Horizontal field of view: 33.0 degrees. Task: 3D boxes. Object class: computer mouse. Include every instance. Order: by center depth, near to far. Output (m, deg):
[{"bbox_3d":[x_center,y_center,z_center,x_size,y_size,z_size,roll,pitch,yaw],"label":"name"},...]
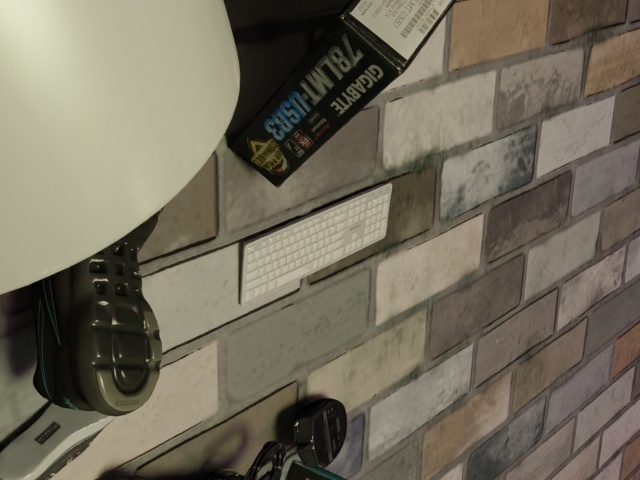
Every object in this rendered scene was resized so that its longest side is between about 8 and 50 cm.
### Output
[{"bbox_3d":[-0.033,0.231,1.189,0.242,0.041,0.071,-21,107,-64],"label":"computer mouse"}]

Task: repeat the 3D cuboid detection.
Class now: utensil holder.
[{"bbox_3d":[-0.237,-0.200,0.534,0.327,0.328,0.385,-48,141,-31],"label":"utensil holder"}]

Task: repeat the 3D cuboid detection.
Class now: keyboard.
[{"bbox_3d":[0.000,0.000,1.197,0.256,0.014,0.072,-24,123,-46],"label":"keyboard"}]

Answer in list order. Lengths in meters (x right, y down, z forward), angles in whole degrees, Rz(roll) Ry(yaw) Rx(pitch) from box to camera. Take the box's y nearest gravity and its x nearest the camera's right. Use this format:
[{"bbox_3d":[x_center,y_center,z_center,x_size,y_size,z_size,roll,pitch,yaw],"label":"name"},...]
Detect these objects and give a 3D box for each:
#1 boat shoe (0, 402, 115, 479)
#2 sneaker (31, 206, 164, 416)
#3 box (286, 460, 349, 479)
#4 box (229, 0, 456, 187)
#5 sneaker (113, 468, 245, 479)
[{"bbox_3d":[-0.225,0.171,0.943,0.142,0.049,0.040,-38,151,-37],"label":"boat shoe"},{"bbox_3d":[-0.193,0.008,0.878,0.101,0.106,0.267,15,72,-50],"label":"sneaker"},{"bbox_3d":[-0.022,0.391,1.258,0.060,0.101,0.244,29,81,-56],"label":"box"},{"bbox_3d":[0.064,-0.212,0.989,0.073,0.295,0.293,41,63,-6],"label":"box"},{"bbox_3d":[-0.120,0.281,1.103,0.271,0.100,0.108,36,41,-46],"label":"sneaker"}]
